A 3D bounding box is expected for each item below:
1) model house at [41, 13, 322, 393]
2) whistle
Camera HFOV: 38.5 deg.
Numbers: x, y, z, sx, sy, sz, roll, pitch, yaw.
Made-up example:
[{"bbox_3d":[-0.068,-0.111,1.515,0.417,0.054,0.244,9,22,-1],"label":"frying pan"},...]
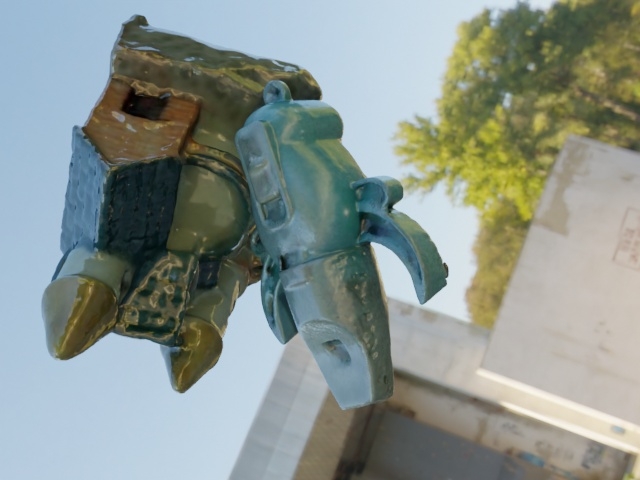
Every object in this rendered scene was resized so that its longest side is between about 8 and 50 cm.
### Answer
[{"bbox_3d":[-0.134,0.005,0.796,0.325,0.194,0.267,-78,4,-55],"label":"model house"},{"bbox_3d":[0.000,0.000,0.738,0.093,0.186,0.273,-12,-97,-45],"label":"whistle"}]
